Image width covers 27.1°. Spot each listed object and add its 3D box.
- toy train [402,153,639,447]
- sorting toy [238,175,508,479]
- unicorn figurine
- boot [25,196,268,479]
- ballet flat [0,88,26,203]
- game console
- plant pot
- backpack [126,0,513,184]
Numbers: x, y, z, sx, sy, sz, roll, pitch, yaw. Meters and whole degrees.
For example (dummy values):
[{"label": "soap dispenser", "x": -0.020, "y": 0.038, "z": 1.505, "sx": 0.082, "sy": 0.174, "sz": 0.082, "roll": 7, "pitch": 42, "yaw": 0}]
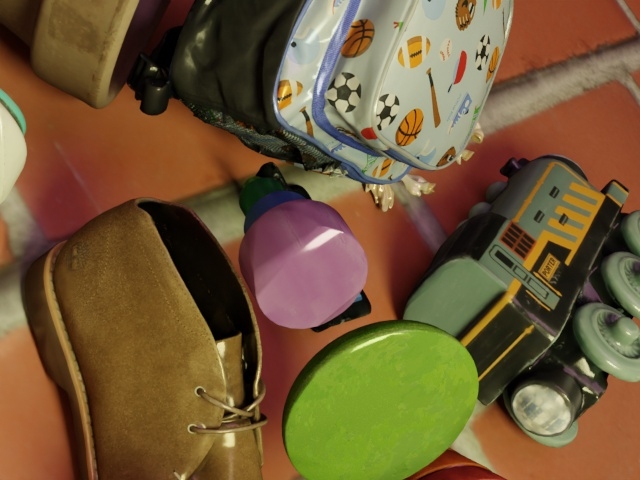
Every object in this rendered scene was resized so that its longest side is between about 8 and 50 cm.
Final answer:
[{"label": "toy train", "x": 0.201, "y": 0.034, "z": 1.154, "sx": 0.190, "sy": 0.142, "sz": 0.334, "roll": 41, "pitch": 36, "yaw": 1}, {"label": "sorting toy", "x": 0.028, "y": 0.091, "z": 0.864, "sx": 0.365, "sy": 0.127, "sz": 0.126, "roll": 62, "pitch": -3, "yaw": -40}, {"label": "unicorn figurine", "x": 0.084, "y": -0.104, "z": 1.169, "sx": 0.111, "sy": 0.060, "sz": 0.162, "roll": 44, "pitch": 54, "yaw": 9}, {"label": "boot", "x": -0.076, "y": 0.117, "z": 0.794, "sx": 0.112, "sy": 0.115, "sz": 0.305, "roll": -8, "pitch": 68, "yaw": -54}, {"label": "ballet flat", "x": -0.341, "y": -0.128, "z": 0.713, "sx": 0.400, "sy": 0.139, "sz": 0.139, "roll": 39, "pitch": 38, "yaw": -19}, {"label": "game console", "x": 0.000, "y": 0.000, "z": 1.012, "sx": 0.071, "sy": 0.107, "sz": 0.122, "roll": -25, "pitch": 78, "yaw": -24}, {"label": "plant pot", "x": -0.194, "y": -0.250, "z": 0.893, "sx": 0.229, "sy": 0.263, "sz": 0.263, "roll": 25, "pitch": 41, "yaw": -7}, {"label": "backpack", "x": 0.028, "y": -0.166, "z": 1.004, "sx": 0.213, "sy": 0.276, "sz": 0.263, "roll": 26, "pitch": -1, "yaw": 19}]
